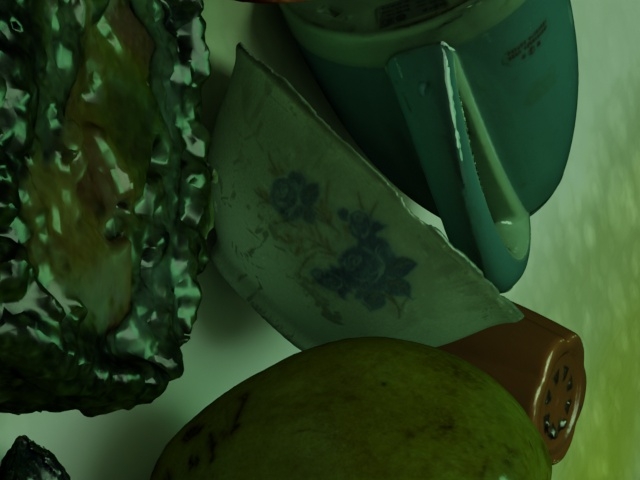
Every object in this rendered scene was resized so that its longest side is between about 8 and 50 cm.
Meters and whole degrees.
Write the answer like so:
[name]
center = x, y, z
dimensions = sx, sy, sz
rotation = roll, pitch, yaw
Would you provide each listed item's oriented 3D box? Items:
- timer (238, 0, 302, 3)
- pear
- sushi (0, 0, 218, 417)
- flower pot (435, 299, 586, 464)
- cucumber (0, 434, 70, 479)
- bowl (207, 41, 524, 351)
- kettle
[timer]
center = 0.006, -0.322, 1.270
dimensions = 0.378, 0.378, 0.279
rotation = -7, 86, -63
[pear]
center = 0.015, 0.224, 1.241
dimensions = 0.304, 0.303, 0.304
rotation = 23, 63, -59
[sushi]
center = -0.186, -0.057, 1.058
dimensions = 0.294, 0.178, 0.352
rotation = 40, 46, -56
[flower pot]
center = 0.143, 0.128, 1.603
dimensions = 0.190, 0.173, 0.191
rotation = -27, 121, -57
[cucumber]
center = -0.162, 0.239, 1.162
dimensions = 0.245, 0.067, 0.067
rotation = 67, 31, -23
[bowl]
center = 0.000, 0.000, 1.397
dimensions = 0.313, 0.146, 0.313
rotation = 45, 1, -1
[kettle]
center = 0.124, -0.121, 1.595
dimensions = 0.320, 0.247, 0.342
rotation = -85, 158, -44
